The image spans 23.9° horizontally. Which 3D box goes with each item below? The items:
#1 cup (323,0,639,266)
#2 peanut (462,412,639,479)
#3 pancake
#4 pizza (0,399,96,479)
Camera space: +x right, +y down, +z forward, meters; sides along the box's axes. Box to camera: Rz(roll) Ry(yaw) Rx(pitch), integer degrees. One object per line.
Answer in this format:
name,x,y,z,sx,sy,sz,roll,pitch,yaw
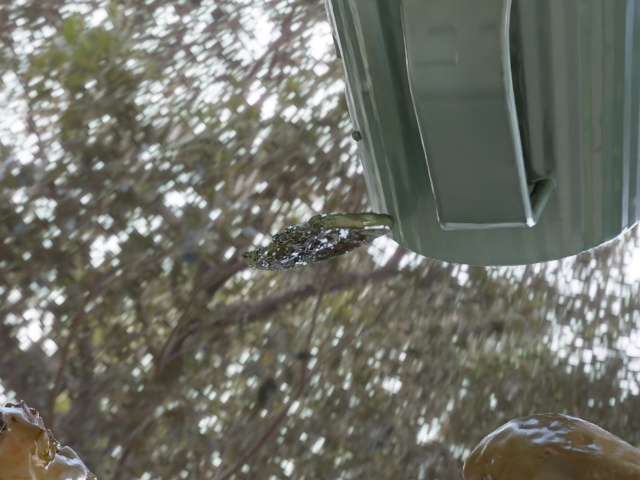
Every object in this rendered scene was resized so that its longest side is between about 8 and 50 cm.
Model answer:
cup,0.122,-0.188,1.255,0.310,0.401,0.392,16,-53,38
peanut,0.186,0.161,0.823,0.236,0.110,0.120,23,-96,33
pancake,0.004,-0.001,1.286,0.129,0.116,0.022,-29,-110,50
pizza,-0.289,0.169,1.168,0.071,0.189,0.297,-24,-41,28
